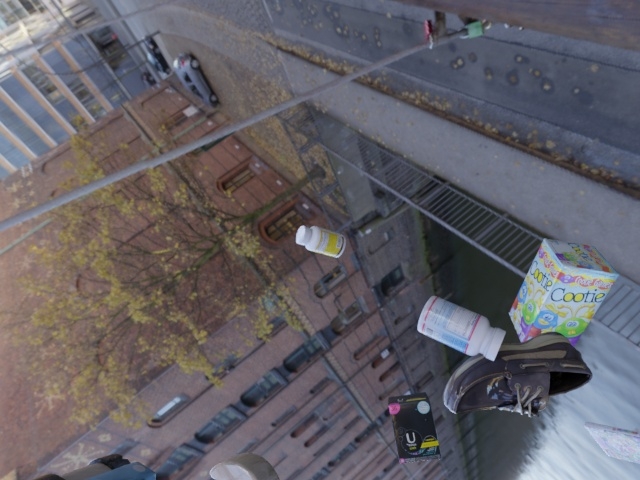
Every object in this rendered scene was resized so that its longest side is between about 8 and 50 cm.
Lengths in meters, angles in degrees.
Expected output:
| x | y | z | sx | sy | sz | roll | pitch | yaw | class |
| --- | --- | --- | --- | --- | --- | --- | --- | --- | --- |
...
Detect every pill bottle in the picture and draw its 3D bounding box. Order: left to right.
| x | y | z | sx | sy | sz | roll | pitch | yaw | class |
| --- | --- | --- | --- | --- | --- | --- | --- | --- | --- |
| 0.000 | 0.000 | 1.030 | 0.117 | 0.065 | 0.065 | 17 | -174 | -27 | pill bottle |
| 0.292 | 0.184 | 0.849 | 0.160 | 0.087 | 0.087 | 23 | 156 | 26 | pill bottle |

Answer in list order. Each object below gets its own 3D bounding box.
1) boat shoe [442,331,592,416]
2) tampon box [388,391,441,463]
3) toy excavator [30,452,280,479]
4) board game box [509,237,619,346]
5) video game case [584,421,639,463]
| x | y | z | sx | sy | sz | roll | pitch | yaw | class |
| --- | --- | --- | --- | --- | --- | --- | --- | --- | --- |
| 0.440 | 0.304 | 0.893 | 0.130 | 0.356 | 0.132 | -128 | 27 | -55 | boat shoe |
| 0.274 | 0.547 | 1.203 | 0.101 | 0.121 | 0.160 | 42 | -143 | -78 | tampon box |
| -0.332 | 0.548 | 0.753 | 0.446 | 0.432 | 0.222 | 18 | 170 | 19 | toy excavator |
| 0.659 | 0.154 | 1.135 | 0.144 | 0.142 | 0.274 | -77 | -4 | -59 | board game box |
| 0.513 | 0.336 | 0.662 | 0.087 | 0.011 | 0.122 | 49 | 151 | -12 | video game case |
